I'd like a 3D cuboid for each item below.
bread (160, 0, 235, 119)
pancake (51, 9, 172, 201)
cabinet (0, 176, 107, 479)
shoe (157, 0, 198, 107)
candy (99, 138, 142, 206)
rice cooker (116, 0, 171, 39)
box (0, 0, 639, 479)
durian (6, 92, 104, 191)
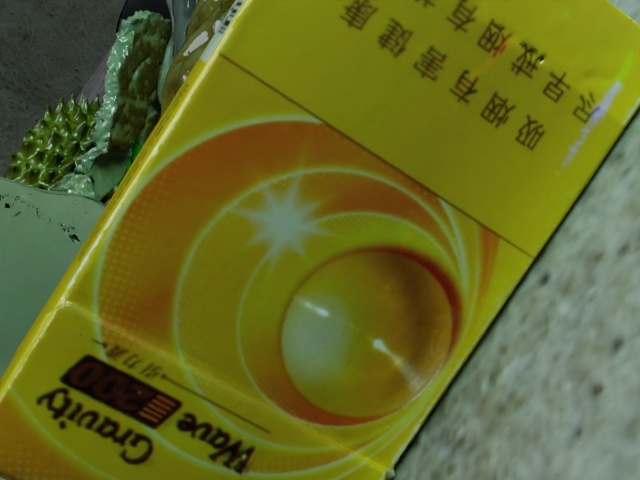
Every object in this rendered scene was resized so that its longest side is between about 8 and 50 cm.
[{"bbox_3d":[-0.019,-0.147,0.660,0.152,0.130,0.267,-7,42,15],"label":"bread"},{"bbox_3d":[-0.184,-0.171,1.032,0.197,0.054,0.376,79,-148,-56],"label":"pancake"},{"bbox_3d":[-0.301,0.149,0.664,0.318,0.227,0.290,-50,35,44],"label":"cabinet"},{"bbox_3d":[-0.102,-0.209,0.952,0.112,0.099,0.227,44,131,54],"label":"shoe"},{"bbox_3d":[-0.199,0.021,0.938,0.203,0.078,0.141,-61,5,31],"label":"candy"},{"bbox_3d":[-0.169,-0.281,1.202,0.203,0.142,0.118,-43,13,37],"label":"rice cooker"},{"bbox_3d":[0.000,0.000,0.370,0.269,0.152,0.043,-56,17,6],"label":"box"},{"bbox_3d":[-0.321,-0.042,1.219,0.169,0.158,0.351,131,157,-61],"label":"durian"}]
